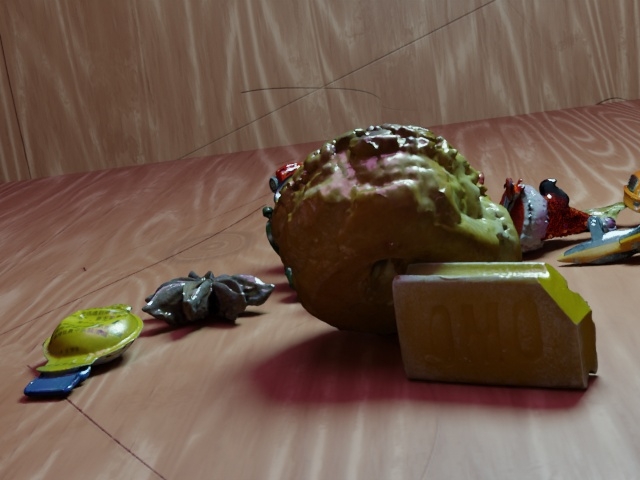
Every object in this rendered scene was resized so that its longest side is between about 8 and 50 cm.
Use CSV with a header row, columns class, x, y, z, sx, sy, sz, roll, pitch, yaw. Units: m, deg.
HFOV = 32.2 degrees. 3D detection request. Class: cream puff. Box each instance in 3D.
class,x,y,z,sx,sy,sz,roll,pitch,yaw
cream puff,0.102,-0.025,1.525,0.343,0.327,0.231,0,55,-11

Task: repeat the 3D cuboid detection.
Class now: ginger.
class,x,y,z,sx,sy,sz,roll,pitch,yaw
ginger,0.493,-0.038,2.015,0.137,0.044,0.057,-9,40,23

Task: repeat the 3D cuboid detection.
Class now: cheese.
class,x,y,z,sx,sy,sz,roll,pitch,yaw
cheese,-0.349,0.159,1.619,0.157,0.064,0.250,-5,22,19

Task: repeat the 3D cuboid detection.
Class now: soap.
class,x,y,z,sx,sy,sz,roll,pitch,yaw
soap,0.209,0.101,1.336,0.232,0.140,0.073,-1,18,31

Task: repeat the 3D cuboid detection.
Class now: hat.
class,x,y,z,sx,sy,sz,roll,pitch,yaw
hat,0.410,-0.042,1.925,0.227,0.140,0.129,2,20,-15

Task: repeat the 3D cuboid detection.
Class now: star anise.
class,x,y,z,sx,sy,sz,roll,pitch,yaw
star anise,-0.195,0.093,1.791,0.197,0.073,0.212,-12,9,-32

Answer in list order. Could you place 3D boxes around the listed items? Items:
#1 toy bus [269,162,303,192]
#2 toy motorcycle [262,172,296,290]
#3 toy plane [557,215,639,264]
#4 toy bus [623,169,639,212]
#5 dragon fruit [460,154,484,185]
class,x,y,z,sx,sy,sz,roll,pitch,yaw
toy bus,-0.030,-0.042,2.007,0.081,0.195,0.089,-15,17,-28
toy motorcycle,0.000,0.000,1.825,0.205,0.275,0.127,-33,-42,29
toy plane,0.534,-0.020,1.770,0.316,0.103,0.204,-7,-21,19
toy bus,0.695,-0.112,1.914,0.329,0.153,0.143,-3,15,4
dragon fruit,0.174,-0.059,1.931,0.227,0.224,0.224,-6,11,37
